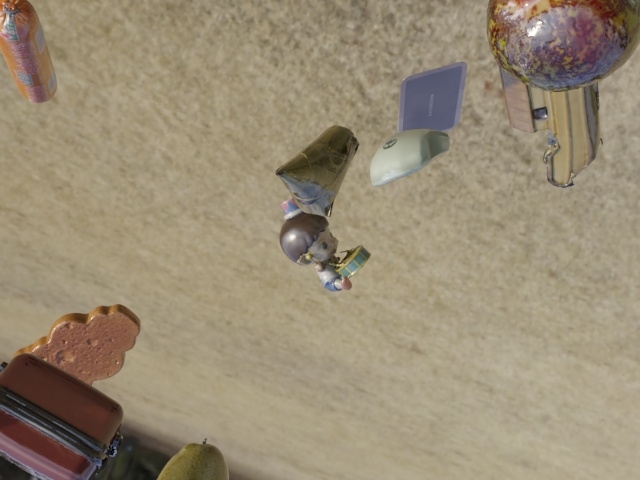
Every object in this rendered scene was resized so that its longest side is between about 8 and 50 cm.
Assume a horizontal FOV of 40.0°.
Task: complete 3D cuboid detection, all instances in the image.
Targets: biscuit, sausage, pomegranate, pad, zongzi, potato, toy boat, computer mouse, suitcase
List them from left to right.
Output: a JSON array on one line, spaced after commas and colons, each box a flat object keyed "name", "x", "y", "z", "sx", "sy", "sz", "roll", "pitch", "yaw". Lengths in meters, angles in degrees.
[{"name": "sausage", "x": -0.358, "y": -0.225, "z": 1.076, "sx": 0.053, "sy": 0.053, "sz": 0.348, "roll": 23, "pitch": 171, "yaw": -10}, {"name": "suitcase", "x": -0.463, "y": 0.322, "z": 1.515, "sx": 0.236, "sy": 0.161, "sz": 0.297, "roll": 31, "pitch": 156, "yaw": -4}, {"name": "biscuit", "x": -0.572, "y": 0.265, "z": 2.093, "sx": 0.202, "sy": 0.334, "sz": 0.047, "roll": 46, "pitch": -164, "yaw": -29}, {"name": "potato", "x": -0.282, "y": 0.548, "z": 1.890, "sx": 0.159, "sy": 0.251, "sz": 0.174, "roll": 15, "pitch": 154, "yaw": 8}, {"name": "zongzi", "x": -0.008, "y": -0.139, "z": 1.424, "sx": 0.079, "sy": 0.160, "sz": 0.176, "roll": 14, "pitch": 164, "yaw": 26}, {"name": "computer mouse", "x": 0.123, "y": -0.123, "z": 1.200, "sx": 0.089, "sy": 0.056, "sz": 0.182, "roll": -16, "pitch": -172, "yaw": 29}, {"name": "pad", "x": 0.278, "y": -0.342, "z": 2.215, "sx": 0.176, "sy": 0.002, "sz": 0.266, "roll": -17, "pitch": 150, "yaw": -7}, {"name": "toy boat", "x": 0.383, "y": -0.308, "z": 1.487, "sx": 0.162, "sy": 0.136, "sz": 0.445, "roll": -5, "pitch": 124, "yaw": 18}, {"name": "pomegranate", "x": 0.298, "y": -0.310, "z": 1.120, "sx": 0.214, "sy": 0.214, "sz": 0.248, "roll": 4, "pitch": 157, "yaw": 42}]

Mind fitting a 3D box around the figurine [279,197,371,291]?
[{"name": "figurine", "x": -0.006, "y": 0.005, "z": 2.256, "sx": 0.275, "sy": 0.161, "sz": 0.158, "roll": 41, "pitch": 121, "yaw": -9}]
